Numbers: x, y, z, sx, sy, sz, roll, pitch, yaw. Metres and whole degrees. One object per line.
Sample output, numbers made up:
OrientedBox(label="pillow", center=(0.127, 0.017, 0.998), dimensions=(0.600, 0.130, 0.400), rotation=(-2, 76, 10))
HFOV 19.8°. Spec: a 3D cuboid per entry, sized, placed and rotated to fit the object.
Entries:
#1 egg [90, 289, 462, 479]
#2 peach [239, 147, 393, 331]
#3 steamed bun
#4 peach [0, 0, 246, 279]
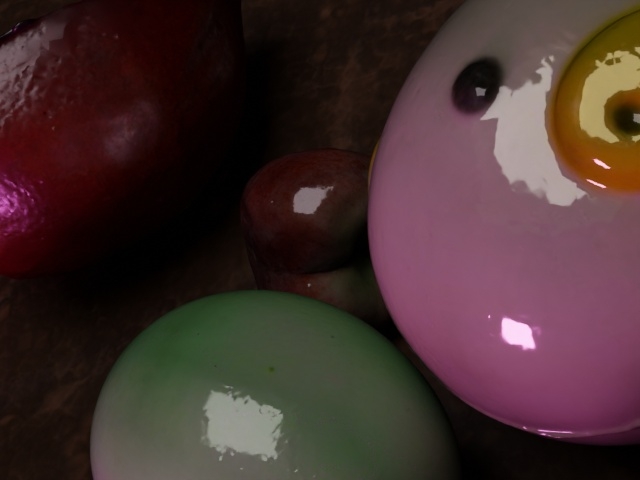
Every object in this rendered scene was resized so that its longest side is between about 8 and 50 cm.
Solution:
OrientedBox(label="egg", center=(-0.031, 0.146, 1.228), dimensions=(0.270, 0.220, 0.220), rotation=(19, 68, 44))
OrientedBox(label="peach", center=(0.000, 0.000, 1.392), dimensions=(0.152, 0.152, 0.152), rotation=(-19, 47, 22))
OrientedBox(label="steamed bun", center=(0.205, -0.046, 1.161), dimensions=(0.374, 0.334, 0.334), rotation=(-39, 43, -5))
OrientedBox(label="peach", center=(-0.185, -0.098, 1.557), dimensions=(0.362, 0.201, 0.258), rotation=(-34, 3, -13))
